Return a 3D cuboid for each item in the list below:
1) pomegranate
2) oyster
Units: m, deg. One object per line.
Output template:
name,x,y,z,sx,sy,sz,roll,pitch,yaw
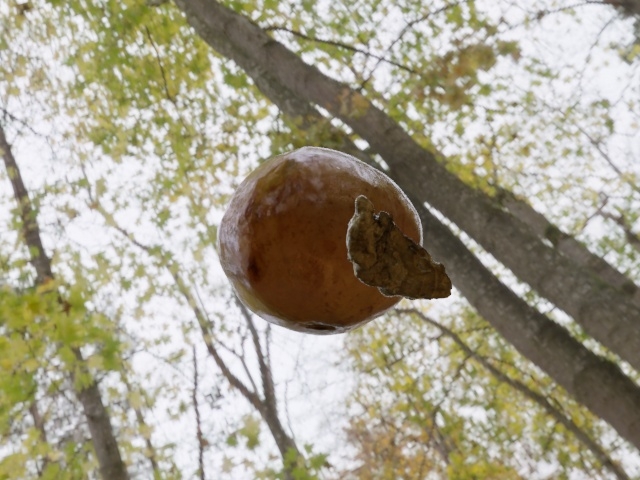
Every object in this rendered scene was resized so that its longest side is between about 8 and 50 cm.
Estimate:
pomegranate,0.000,0.000,1.063,0.248,0.248,0.248,-16,-45,-17
oyster,0.054,0.015,0.633,0.038,0.083,0.080,-47,-29,-38
